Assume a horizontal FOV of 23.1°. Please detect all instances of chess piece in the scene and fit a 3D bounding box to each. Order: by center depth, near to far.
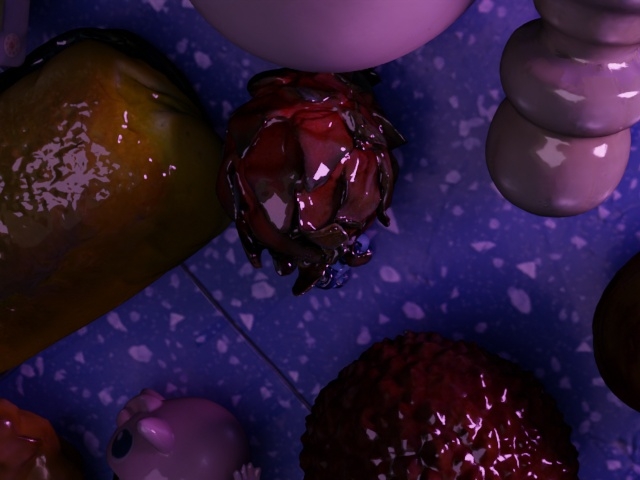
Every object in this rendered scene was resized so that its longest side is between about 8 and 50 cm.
[{"bbox_3d":[0.228,-0.164,1.321,0.182,0.182,0.330,17,127,9],"label":"chess piece"}]

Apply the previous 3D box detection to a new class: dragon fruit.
[{"bbox_3d":[-0.010,-0.069,1.413,0.182,0.189,0.182,-6,126,-8],"label":"dragon fruit"}]

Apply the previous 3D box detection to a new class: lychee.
[{"bbox_3d":[0.110,0.208,1.436,0.264,0.300,0.264,0,147,0],"label":"lychee"}]

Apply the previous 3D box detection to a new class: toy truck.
[{"bbox_3d":[0.000,0.000,1.508,0.073,0.056,0.090,-45,76,11],"label":"toy truck"}]

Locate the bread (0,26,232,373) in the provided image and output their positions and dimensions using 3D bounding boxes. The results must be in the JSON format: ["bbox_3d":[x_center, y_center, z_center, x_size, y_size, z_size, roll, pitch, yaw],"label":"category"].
[{"bbox_3d":[-0.269,-0.034,1.494,0.376,0.208,0.251,-30,100,16],"label":"bread"}]

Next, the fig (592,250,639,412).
[{"bbox_3d":[0.388,0.031,1.364,0.217,0.217,0.321,35,88,3],"label":"fig"}]

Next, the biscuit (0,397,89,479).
[{"bbox_3d":[-0.392,0.283,1.598,0.325,0.107,0.326,-9,123,-14],"label":"biscuit"}]

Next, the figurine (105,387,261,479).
[{"bbox_3d":[-0.116,0.285,1.554,0.186,0.176,0.287,-39,108,-5],"label":"figurine"}]

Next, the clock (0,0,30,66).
[{"bbox_3d":[-0.420,-0.292,1.452,0.309,0.166,0.235,9,96,29],"label":"clock"}]

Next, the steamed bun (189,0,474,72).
[{"bbox_3d":[0.003,-0.325,1.282,0.333,0.334,0.374,-7,118,16],"label":"steamed bun"}]
